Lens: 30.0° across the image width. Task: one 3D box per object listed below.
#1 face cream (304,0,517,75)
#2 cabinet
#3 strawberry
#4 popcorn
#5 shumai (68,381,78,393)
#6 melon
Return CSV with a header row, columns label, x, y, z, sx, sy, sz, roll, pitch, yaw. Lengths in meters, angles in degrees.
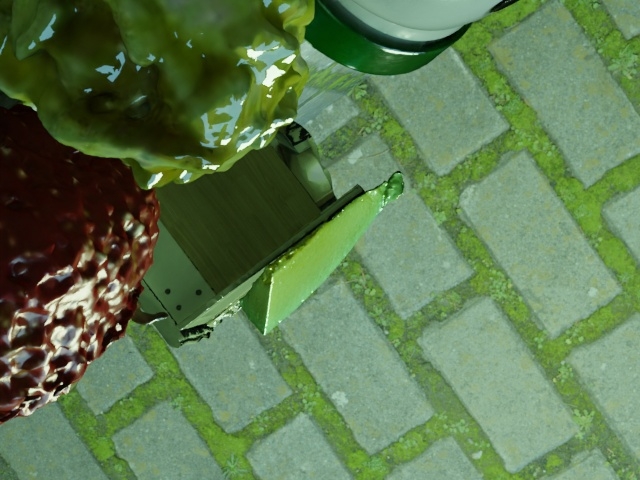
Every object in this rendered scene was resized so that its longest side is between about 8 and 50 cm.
label,x,y,z,sx,sy,sz,roll,pitch,yaw
face cream,0.121,-0.295,0.923,0.312,0.219,0.357,-37,-176,-36
cabinet,-0.136,-0.069,1.599,0.318,0.290,0.227,-38,175,3
strawberry,-0.259,0.018,1.048,0.292,0.292,0.343,-35,165,37
popcorn,-0.113,-0.145,0.861,0.259,0.212,0.259,-42,-178,2
shumai,-0.533,0.121,1.993,0.262,0.267,0.314,-2,132,-28
melon,0.001,0.000,1.477,0.262,0.053,0.114,-42,153,-10
